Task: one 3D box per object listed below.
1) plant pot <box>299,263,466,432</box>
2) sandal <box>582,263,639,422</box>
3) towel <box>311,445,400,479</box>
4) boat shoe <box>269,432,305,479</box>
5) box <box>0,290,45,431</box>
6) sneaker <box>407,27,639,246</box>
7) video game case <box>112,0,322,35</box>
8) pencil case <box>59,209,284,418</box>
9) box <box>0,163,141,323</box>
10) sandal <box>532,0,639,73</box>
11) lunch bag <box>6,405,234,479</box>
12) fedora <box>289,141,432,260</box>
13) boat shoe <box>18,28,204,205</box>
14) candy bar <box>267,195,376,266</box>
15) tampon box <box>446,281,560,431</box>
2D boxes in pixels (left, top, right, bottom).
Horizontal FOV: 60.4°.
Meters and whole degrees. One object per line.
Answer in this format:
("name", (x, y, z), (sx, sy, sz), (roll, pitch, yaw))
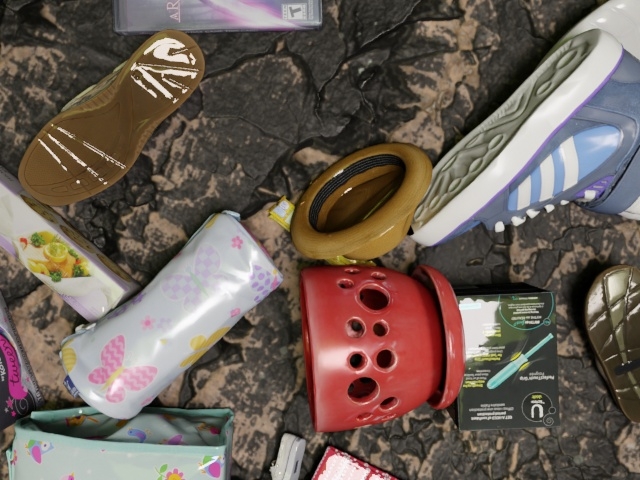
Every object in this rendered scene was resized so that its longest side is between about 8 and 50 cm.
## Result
("plant pot", (0.066, 0.121, 0.650), (0.174, 0.191, 0.191), (-2, 91, -6))
("sandal", (0.390, 0.131, 0.708), (0.090, 0.060, 0.219), (-24, 105, 8))
("towel", (0.087, 0.416, 0.709), (0.275, 0.031, 0.199), (28, 77, 1))
("boat shoe", (-0.050, 0.306, 0.733), (0.035, 0.035, 0.100), (16, 96, 28))
("box", (-0.489, 0.138, 0.683), (0.163, 0.142, 0.247), (-21, 91, 2))
("sneaker", (0.290, -0.060, 0.669), (0.236, 0.130, 0.323), (36, 111, -17))
("video game case", (-0.136, -0.373, 0.723), (0.274, 0.026, 0.196), (-1, 91, 1))
("pencil case", (-0.177, 0.087, 0.670), (0.273, 0.113, 0.124), (-41, 70, -8))
("box", (-0.381, -0.018, 0.715), (0.324, 0.067, 0.063), (41, 90, 1))
("sandal", (0.447, -0.273, 0.673), (0.416, 0.102, 0.169), (-34, 109, 18))
("lunch bag", (-0.246, 0.325, 0.675), (0.262, 0.160, 0.223), (3, 92, -4))
("fedora", (0.057, -0.036, 0.680), (0.194, 0.194, 0.079), (-37, 127, 2))
("boat shoe", (-0.261, -0.155, 0.709), (0.285, 0.089, 0.104), (-38, 116, 4))
("candy bar", (0.000, 0.000, 0.730), (0.161, 0.018, 0.040), (38, 88, 1))
("tampon box", (0.217, 0.139, 0.685), (0.120, 0.101, 0.161), (-3, 92, 2))
